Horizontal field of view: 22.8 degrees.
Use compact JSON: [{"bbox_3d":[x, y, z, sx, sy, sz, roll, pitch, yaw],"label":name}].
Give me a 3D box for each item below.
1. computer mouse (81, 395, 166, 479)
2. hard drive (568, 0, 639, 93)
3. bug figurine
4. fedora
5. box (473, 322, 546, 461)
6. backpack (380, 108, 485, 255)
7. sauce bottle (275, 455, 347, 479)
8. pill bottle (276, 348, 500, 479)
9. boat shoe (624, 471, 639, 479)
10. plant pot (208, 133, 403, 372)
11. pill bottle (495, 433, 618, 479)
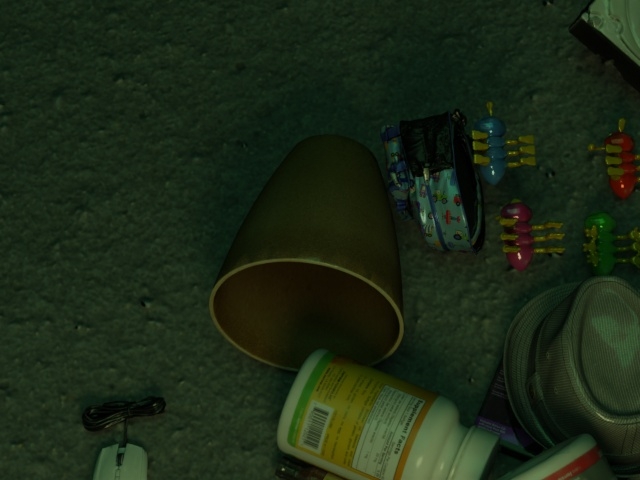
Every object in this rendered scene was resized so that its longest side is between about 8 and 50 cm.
[{"bbox_3d":[-0.244,0.285,1.955,0.106,0.042,0.193,-3,65,3],"label":"computer mouse"},{"bbox_3d":[0.523,-0.330,2.115,0.237,0.064,0.339,42,73,0],"label":"hard drive"},{"bbox_3d":[0.304,-0.061,2.015,0.279,0.072,0.216,6,75,-21],"label":"bug figurine"},{"bbox_3d":[0.344,0.140,1.889,0.244,0.124,0.275,0,60,1],"label":"fedora"},{"bbox_3d":[0.266,0.193,1.956,0.116,0.029,0.162,19,66,13],"label":"box"},{"bbox_3d":[0.150,-0.062,2.023,0.117,0.158,0.173,-11,76,9],"label":"backpack"},{"bbox_3d":[0.007,0.299,1.926,0.128,0.042,0.042,22,69,17],"label":"sauce bottle"},{"bbox_3d":[0.084,0.234,1.895,0.246,0.136,0.136,21,69,14],"label":"pill bottle"},{"bbox_3d":[0.421,0.274,1.899,0.125,0.046,0.038,-25,22,10],"label":"boat shoe"},{"bbox_3d":[0.000,0.000,1.984,0.237,0.237,0.254,5,51,7],"label":"plant pot"},{"bbox_3d":[0.304,0.375,1.771,0.161,0.161,0.283,-29,83,-8],"label":"pill bottle"}]
